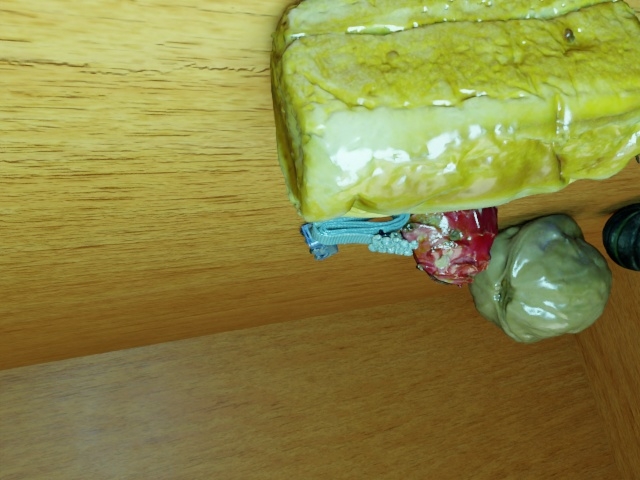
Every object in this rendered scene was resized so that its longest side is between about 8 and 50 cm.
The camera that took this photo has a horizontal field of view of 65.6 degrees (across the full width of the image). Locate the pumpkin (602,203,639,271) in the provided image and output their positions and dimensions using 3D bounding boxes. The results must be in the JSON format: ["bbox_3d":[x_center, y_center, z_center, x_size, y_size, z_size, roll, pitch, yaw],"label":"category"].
[{"bbox_3d":[0.943,0.001,1.411,0.250,0.216,0.250,-18,-169,4],"label":"pumpkin"}]

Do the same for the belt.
[{"bbox_3d":[0.075,-0.015,0.887,0.179,0.100,0.065,-8,162,-8],"label":"belt"}]

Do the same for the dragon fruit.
[{"bbox_3d":[0.288,-0.007,1.044,0.262,0.163,0.189,0,134,-38],"label":"dragon fruit"}]

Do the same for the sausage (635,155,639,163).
[{"bbox_3d":[0.406,-0.185,0.435,0.317,0.125,0.117,-26,-159,45],"label":"sausage"}]

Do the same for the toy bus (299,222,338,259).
[{"bbox_3d":[0.000,0.000,0.979,0.061,0.051,0.153,-25,165,0],"label":"toy bus"}]

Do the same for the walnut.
[{"bbox_3d":[0.600,0.104,1.379,0.384,0.383,0.383,-12,166,-3],"label":"walnut"}]

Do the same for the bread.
[{"bbox_3d":[0.109,-0.108,0.397,0.294,0.166,0.132,-11,166,-6],"label":"bread"}]
